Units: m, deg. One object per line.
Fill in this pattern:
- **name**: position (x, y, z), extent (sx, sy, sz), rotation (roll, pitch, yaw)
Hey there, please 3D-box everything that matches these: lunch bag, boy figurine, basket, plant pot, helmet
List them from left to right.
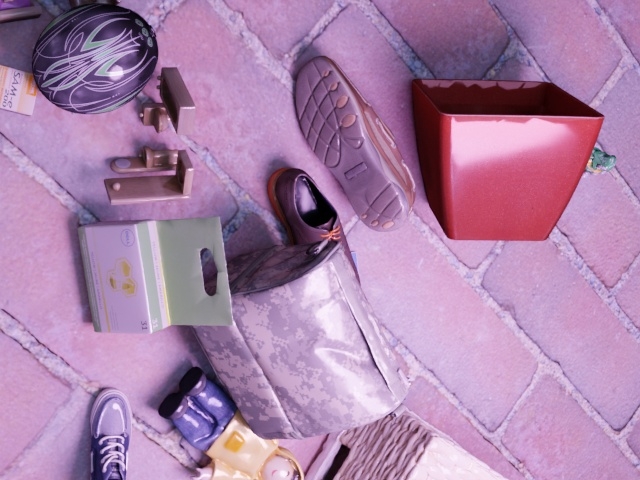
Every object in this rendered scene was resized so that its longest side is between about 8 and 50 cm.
- **helmet**: position (-0.329, -0.262, 1.163), extent (0.170, 0.169, 0.161), rotation (63, 29, -17)
- **boy figurine**: position (-0.144, 0.346, 1.354), extent (0.285, 0.092, 0.177), rotation (47, 73, -18)
- **lunch bag**: position (-0.020, 0.157, 1.275), extent (0.212, 0.255, 0.305), rotation (-42, 112, -48)
- **basket**: position (0.160, 0.492, 1.416), extent (0.331, 0.266, 0.328), rotation (37, 80, -22)
- **plant pot**: position (0.303, -0.140, 1.411), extent (0.267, 0.267, 0.236), rotation (1, 114, -5)

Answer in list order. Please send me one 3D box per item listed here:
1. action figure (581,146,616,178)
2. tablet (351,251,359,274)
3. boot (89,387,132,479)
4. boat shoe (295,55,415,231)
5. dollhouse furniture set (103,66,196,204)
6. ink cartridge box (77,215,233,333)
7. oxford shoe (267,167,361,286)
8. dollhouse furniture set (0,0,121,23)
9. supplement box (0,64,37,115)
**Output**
- **action figure**: position (0.468, -0.151, 1.515), extent (0.137, 0.232, 0.064), rotation (32, 82, -24)
- **tablet**: position (0.046, 0.065, 1.461), extent (0.054, 0.006, 0.083), rotation (-10, 98, -24)
- **boot**: position (-0.327, 0.335, 1.266), extent (0.069, 0.086, 0.190), rotation (1, 95, -25)
- **boat shoe**: position (0.065, -0.172, 1.401), extent (0.116, 0.123, 0.325), rotation (-37, 103, -53)
- **dollhouse furniture set**: position (-0.267, -0.161, 1.216), extent (0.123, 0.144, 0.151), rotation (-6, 134, -24)
- **ink cartridge box**: position (-0.251, 0.054, 1.206), extent (0.056, 0.235, 0.171), rotation (-20, 105, -59)
- **oxford shoe**: position (0.000, 0.000, 1.378), extent (0.096, 0.098, 0.271), rotation (-36, 107, -18)
- **dollhouse furniture set**: position (-0.396, -0.409, 1.042), extent (0.286, 0.303, 0.198), rotation (-17, 103, -23)
- **supplement box**: position (-0.468, -0.224, 1.173), extent (0.098, 0.036, 0.062), rotation (11, 91, -26)
